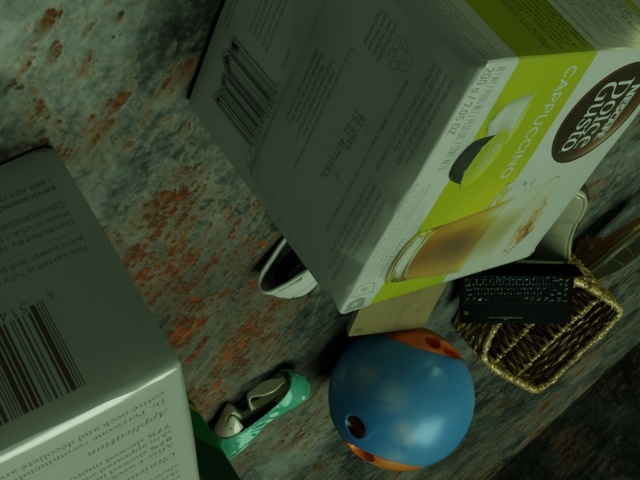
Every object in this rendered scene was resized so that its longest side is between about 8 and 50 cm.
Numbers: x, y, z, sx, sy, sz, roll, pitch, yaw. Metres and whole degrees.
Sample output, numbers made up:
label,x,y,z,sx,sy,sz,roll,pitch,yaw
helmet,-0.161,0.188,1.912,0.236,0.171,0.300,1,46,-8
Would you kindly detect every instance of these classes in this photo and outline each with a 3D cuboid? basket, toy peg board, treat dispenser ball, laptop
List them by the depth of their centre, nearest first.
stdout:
label,x,y,z,sx,sy,sz,roll,pitch,yaw
toy peg board,0.132,0.094,1.861,0.161,0.079,0.161,-4,141,-22
treat dispenser ball,0.159,0.308,1.972,0.288,0.288,0.288,-28,151,-17
laptop,0.392,0.118,1.990,0.234,0.136,0.264,0,132,9
basket,0.471,0.171,2.194,0.299,0.223,0.213,-48,151,22

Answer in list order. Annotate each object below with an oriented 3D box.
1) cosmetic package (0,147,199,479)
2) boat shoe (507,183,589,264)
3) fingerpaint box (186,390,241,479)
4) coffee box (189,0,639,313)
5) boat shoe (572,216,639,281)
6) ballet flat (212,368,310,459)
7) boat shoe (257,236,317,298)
label,x,y,z,sx,sy,sz,roll,pitch,yaw
cosmetic package,-0.357,0.180,1.131,0.329,0.327,0.393,-26,150,-20
boat shoe,0.454,-0.028,1.988,0.112,0.095,0.335,10,143,-1
fingerpaint box,-0.236,0.380,1.533,0.163,0.371,0.444,-27,151,-19
coffee box,0.115,-0.181,1.102,0.334,0.338,0.337,-13,145,-39
boat shoe,0.633,0.033,2.303,0.307,0.104,0.111,-39,144,8
ballet flat,-0.135,0.325,1.904,0.247,0.083,0.087,-37,129,0
boat shoe,0.000,0.000,1.518,0.084,0.095,0.258,-2,136,-54
